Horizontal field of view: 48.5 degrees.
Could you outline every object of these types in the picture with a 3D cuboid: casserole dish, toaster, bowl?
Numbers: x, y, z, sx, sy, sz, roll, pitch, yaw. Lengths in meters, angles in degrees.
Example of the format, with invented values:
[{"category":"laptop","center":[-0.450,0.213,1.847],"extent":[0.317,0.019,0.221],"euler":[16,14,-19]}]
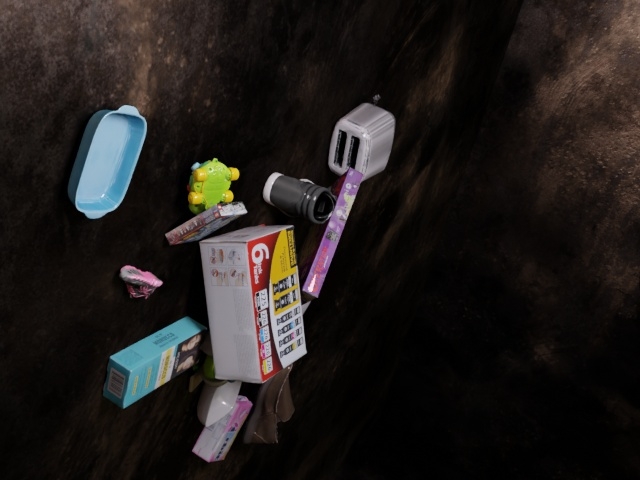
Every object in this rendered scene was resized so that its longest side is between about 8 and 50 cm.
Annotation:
[{"category":"casserole dish","center":[-0.337,-0.126,1.107],"extent":[0.114,0.037,0.188],"euler":[-7,122,-66]},{"category":"toaster","center":[0.109,-0.261,1.881],"extent":[0.146,0.129,0.227],"euler":[-39,150,-44]},{"category":"bowl","center":[-0.270,0.406,1.877],"extent":[0.142,0.053,0.142],"euler":[-22,134,-59]}]

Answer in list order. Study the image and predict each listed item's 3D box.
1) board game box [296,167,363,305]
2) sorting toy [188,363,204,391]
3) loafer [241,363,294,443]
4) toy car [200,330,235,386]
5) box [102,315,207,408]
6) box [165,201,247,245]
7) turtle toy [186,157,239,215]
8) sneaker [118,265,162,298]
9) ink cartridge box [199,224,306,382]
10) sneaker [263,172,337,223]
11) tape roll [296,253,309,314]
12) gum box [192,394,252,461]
[{"category":"board game box","center":[0.000,0.000,1.804],"extent":[0.208,0.056,0.346],"euler":[-30,-144,63]},{"category":"sorting toy","center":[-0.305,0.330,1.762],"extent":[0.062,0.012,0.083],"euler":[-41,150,-50]},{"category":"loafer","center":[-0.136,0.464,2.111],"extent":[0.133,0.130,0.365],"euler":[-90,-163,-55]},{"category":"toy car","center":[-0.207,0.276,1.734],"extent":[0.182,0.136,0.159],"euler":[-48,153,-49]},{"category":"box","center":[-0.346,0.253,1.503],"extent":[0.244,0.060,0.100],"euler":[-27,139,-57]},{"category":"box","center":[-0.223,-0.034,1.388],"extent":[0.137,0.027,0.094],"euler":[-27,175,25]},{"category":"turtle toy","center":[-0.219,-0.102,1.371],"extent":[0.095,0.066,0.130],"euler":[-5,125,-39]},{"category":"sneaker","center":[-0.346,0.084,1.336],"extent":[0.057,0.047,0.119],"euler":[-51,158,1]},{"category":"ink cartridge box","center":[-0.130,0.127,1.612],"extent":[0.272,0.130,0.309],"euler":[-23,110,-61]},{"category":"sneaker","center":[-0.020,-0.088,1.752],"extent":[0.104,0.147,0.296],"euler":[-67,161,4]},{"category":"tape roll","center":[-0.091,0.145,1.967],"extent":[0.219,0.072,0.219],"euler":[-50,155,-33]},{"category":"gum box","center":[-0.272,0.521,1.996],"extent":[0.188,0.062,0.107],"euler":[-62,160,-4]}]
